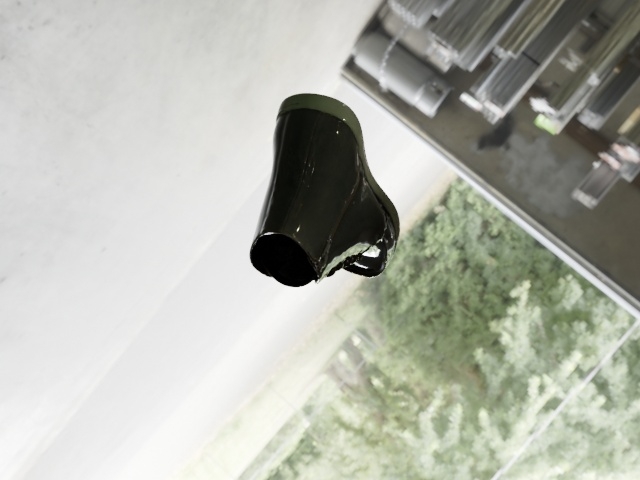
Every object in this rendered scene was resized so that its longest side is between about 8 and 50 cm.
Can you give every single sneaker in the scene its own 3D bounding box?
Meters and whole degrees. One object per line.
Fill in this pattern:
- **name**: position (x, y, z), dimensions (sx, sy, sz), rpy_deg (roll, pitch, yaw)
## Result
- **sneaker**: position (0.000, 0.000, 0.608), dimensions (0.222, 0.083, 0.118), rpy_deg (60, 41, -56)
